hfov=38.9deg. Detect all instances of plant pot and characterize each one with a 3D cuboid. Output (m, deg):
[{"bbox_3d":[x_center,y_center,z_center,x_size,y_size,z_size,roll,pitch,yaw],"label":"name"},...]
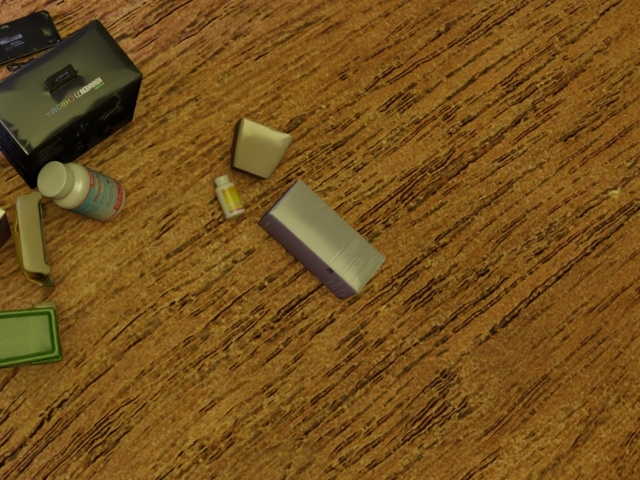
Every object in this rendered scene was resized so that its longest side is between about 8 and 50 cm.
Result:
[{"bbox_3d":[-0.128,-0.178,1.810,0.109,0.109,0.096,21,88,-12],"label":"plant pot"}]

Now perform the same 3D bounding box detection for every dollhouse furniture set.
[{"bbox_3d":[-0.549,0.074,1.594,0.151,0.197,0.302,-6,83,-15],"label":"dollhouse furniture set"}]

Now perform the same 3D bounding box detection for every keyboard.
[{"bbox_3d":[-0.591,-0.371,1.754,0.180,0.023,0.108,-25,81,-17],"label":"keyboard"}]

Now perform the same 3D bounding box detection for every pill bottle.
[{"bbox_3d":[-0.183,-0.087,1.805,0.043,0.043,0.083,-21,87,-18],"label":"pill bottle"},{"bbox_3d":[-0.440,-0.092,1.667,0.087,0.160,0.087,-6,76,25],"label":"pill bottle"}]

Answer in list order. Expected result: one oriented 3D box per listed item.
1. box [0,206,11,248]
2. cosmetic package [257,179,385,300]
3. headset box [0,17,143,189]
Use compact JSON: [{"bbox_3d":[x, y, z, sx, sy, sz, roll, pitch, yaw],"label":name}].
[{"bbox_3d":[-0.674,-0.062,1.573,0.243,0.213,0.117,40,72,-5],"label":"box"},{"bbox_3d":[0.000,0.000,1.799,0.238,0.127,0.107,39,73,-4],"label":"cosmetic package"},{"bbox_3d":[-0.462,-0.240,1.629,0.246,0.283,0.131,-39,92,-17],"label":"headset box"}]
